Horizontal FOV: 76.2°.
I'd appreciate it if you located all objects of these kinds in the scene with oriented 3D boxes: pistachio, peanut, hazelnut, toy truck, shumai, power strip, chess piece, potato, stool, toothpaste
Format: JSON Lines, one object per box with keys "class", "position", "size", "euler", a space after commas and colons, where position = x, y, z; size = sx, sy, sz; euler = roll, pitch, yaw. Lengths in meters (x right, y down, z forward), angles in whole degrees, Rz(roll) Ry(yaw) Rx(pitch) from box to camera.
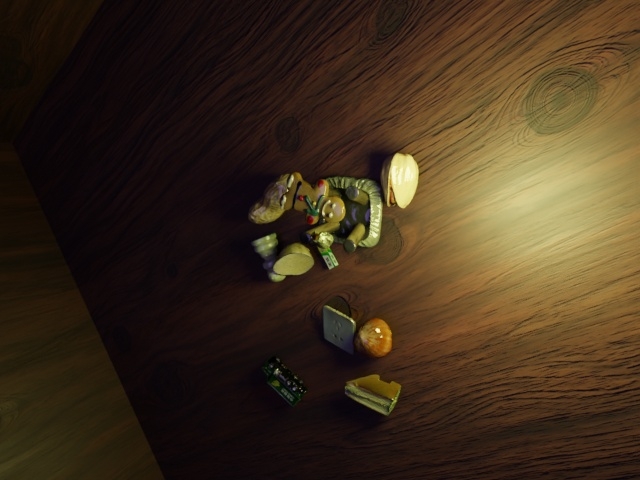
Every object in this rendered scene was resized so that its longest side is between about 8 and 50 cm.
{"class": "pistachio", "position": [0.316, -0.243, 1.654], "size": [0.157, 0.157, 0.230], "euler": [12, 117, 27]}
{"class": "peanut", "position": [-0.230, -0.188, 1.972], "size": [0.325, 0.153, 0.140], "euler": [-41, 74, 22]}
{"class": "hazelnut", "position": [0.237, 0.442, 1.813], "size": [0.182, 0.182, 0.182], "euler": [6, 102, 28]}
{"class": "toy truck", "position": [-0.195, 0.741, 2.167], "size": [0.259, 0.088, 0.121], "euler": [39, 116, 17]}
{"class": "shumai", "position": [0.000, 0.000, 1.662], "size": [0.083, 0.080, 0.082], "euler": [3, 103, 28]}
{"class": "power strip", "position": [0.099, 0.413, 1.942], "size": [0.198, 0.064, 0.213], "euler": [24, 127, 38]}
{"class": "chess piece", "position": [-0.249, 0.094, 2.057], "size": [0.133, 0.133, 0.243], "euler": [-17, 95, 31]}
{"class": "potato", "position": [-0.135, 0.077, 1.985], "size": [0.202, 0.182, 0.117], "euler": [-41, 44, 37]}
{"class": "stool", "position": [0.090, -0.114, 1.764], "size": [0.310, 0.226, 0.310], "euler": [9, 105, 28]}
{"class": "toothpaste", "position": [0.023, 0.048, 1.940], "size": [0.043, 0.037, 0.178], "euler": [-31, 83, 29]}

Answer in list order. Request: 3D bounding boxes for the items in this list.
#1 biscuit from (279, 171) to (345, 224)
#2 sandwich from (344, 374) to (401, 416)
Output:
{"class": "biscuit", "position": [-0.034, -0.162, 1.671], "size": [0.301, 0.049, 0.197], "euler": [27, 115, 22]}
{"class": "sandwich", "position": [0.240, 0.703, 1.893], "size": [0.235, 0.128, 0.122], "euler": [17, 111, 27]}
